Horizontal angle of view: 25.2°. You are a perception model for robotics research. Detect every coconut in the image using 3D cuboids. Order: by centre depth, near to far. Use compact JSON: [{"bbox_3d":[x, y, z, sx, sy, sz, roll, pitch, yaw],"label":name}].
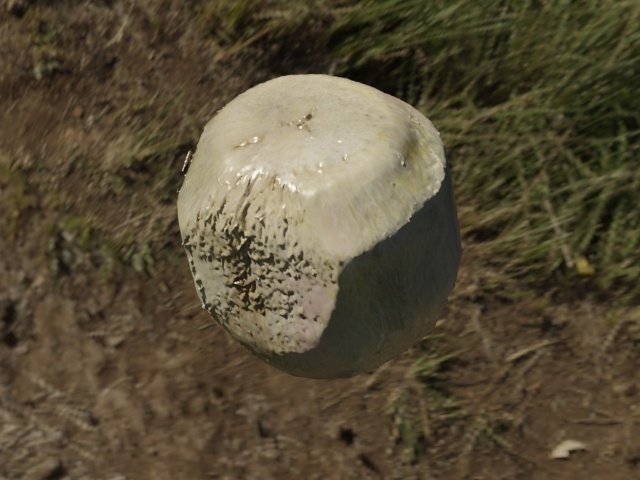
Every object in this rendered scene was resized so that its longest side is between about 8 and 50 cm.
[{"bbox_3d":[0.000,0.000,0.560,0.110,0.124,0.110,-5,44,5],"label":"coconut"}]
